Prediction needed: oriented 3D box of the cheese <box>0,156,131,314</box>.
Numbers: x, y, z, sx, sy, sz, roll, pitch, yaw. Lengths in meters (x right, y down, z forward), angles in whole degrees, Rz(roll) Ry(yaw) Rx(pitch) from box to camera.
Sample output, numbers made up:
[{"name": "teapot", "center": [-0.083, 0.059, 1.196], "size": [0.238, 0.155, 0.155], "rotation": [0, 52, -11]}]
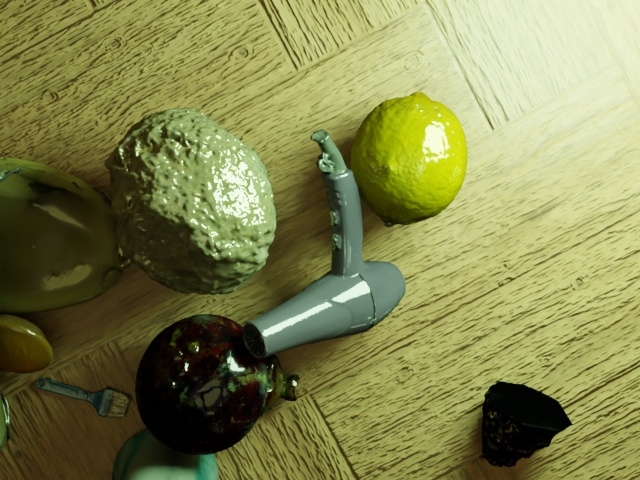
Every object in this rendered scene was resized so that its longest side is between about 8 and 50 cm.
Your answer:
[{"name": "cheese", "center": [-0.464, -0.004, 1.749], "size": [0.316, 0.128, 0.259], "rotation": [3, 103, 1]}]

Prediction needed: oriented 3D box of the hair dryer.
[{"name": "hair dryer", "center": [0.000, 0.000, 1.698], "size": [0.301, 0.121, 0.361], "rotation": [-20, 115, -36]}]

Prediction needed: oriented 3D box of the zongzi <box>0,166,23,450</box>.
[{"name": "zongzi", "center": [-0.708, 0.085, 1.632], "size": [0.467, 0.218, 0.499], "rotation": [9, 106, 16]}]

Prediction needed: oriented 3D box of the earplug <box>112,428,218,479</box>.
[{"name": "earplug", "center": [-0.260, 0.428, 1.699], "size": [0.185, 0.324, 0.184], "rotation": [0, 96, -4]}]

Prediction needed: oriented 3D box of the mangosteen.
[{"name": "mangosteen", "center": [-0.162, 0.246, 1.763], "size": [0.289, 0.231, 0.231], "rotation": [21, 94, -40]}]

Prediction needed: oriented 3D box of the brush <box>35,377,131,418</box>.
[{"name": "brush", "center": [-0.409, 0.266, 1.829], "size": [0.164, 0.014, 0.051], "rotation": [18, 92, -5]}]

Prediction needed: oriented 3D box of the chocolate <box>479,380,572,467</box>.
[{"name": "chocolate", "center": [0.335, 0.335, 1.843], "size": [0.156, 0.156, 0.133], "rotation": [15, 113, -5]}]

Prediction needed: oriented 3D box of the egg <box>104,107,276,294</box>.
[{"name": "egg", "center": [-0.204, -0.056, 1.686], "size": [0.279, 0.279, 0.310], "rotation": [-40, 107, 0]}]

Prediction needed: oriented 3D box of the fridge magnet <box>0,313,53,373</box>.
[{"name": "fridge magnet", "center": [-0.512, 0.171, 1.758], "size": [0.143, 0.063, 0.143], "rotation": [5, 138, 5]}]

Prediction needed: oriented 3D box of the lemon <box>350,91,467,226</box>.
[{"name": "lemon", "center": [0.145, -0.132, 1.742], "size": [0.192, 0.192, 0.231], "rotation": [14, 86, -5]}]
